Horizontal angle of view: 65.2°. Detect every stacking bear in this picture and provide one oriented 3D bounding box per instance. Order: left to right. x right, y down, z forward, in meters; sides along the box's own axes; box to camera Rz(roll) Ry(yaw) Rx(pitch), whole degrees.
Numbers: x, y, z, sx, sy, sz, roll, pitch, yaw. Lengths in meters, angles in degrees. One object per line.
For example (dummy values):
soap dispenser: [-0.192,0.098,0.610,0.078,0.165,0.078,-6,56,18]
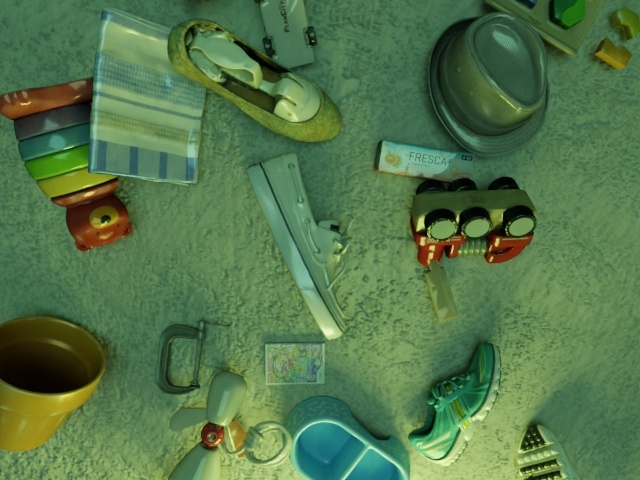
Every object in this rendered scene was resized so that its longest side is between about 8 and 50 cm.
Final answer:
stacking bear: [-0.439,-0.126,0.908,0.176,0.164,0.288,-28,110,-37]

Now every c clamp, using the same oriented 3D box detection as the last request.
c clamp: [-0.264,0.234,1.001,0.137,0.022,0.160,11,87,7]

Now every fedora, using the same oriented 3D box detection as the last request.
fedora: [0.332,-0.303,0.923,0.244,0.124,0.275,-20,88,-7]

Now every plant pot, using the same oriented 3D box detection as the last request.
plant pot: [-0.535,0.278,0.932,0.205,0.205,0.187,28,110,-5]

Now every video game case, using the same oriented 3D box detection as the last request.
video game case: [-0.052,0.254,1.032,0.122,0.011,0.087,0,95,-3]

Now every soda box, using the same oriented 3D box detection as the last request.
soda box: [0.200,-0.152,0.982,0.183,0.058,0.062,9,95,-4]

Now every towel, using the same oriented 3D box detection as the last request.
towel: [-0.300,-0.248,0.899,0.209,0.034,0.284,4,94,-44]

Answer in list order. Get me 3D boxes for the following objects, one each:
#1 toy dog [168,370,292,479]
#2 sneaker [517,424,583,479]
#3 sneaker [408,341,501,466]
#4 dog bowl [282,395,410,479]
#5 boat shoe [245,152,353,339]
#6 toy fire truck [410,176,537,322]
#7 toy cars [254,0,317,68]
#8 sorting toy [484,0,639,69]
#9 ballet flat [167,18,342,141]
toy dog: [-0.224,0.434,0.995,0.220,0.161,0.333,41,79,2]
sneaker: [0.502,0.523,1.022,0.119,0.110,0.291,-1,65,-36]
sneaker: [0.276,0.325,1.013,0.110,0.107,0.275,29,93,4]
dog bowl: [0.057,0.450,1.026,0.297,0.074,0.165,37,93,-5]
boat shoe: [-0.001,-0.001,0.961,0.157,0.136,0.366,-24,86,-3]
toy fire truck: [0.285,0.022,0.976,0.217,0.158,0.246,-3,134,-2]
toy cars: [-0.151,-0.477,0.901,0.394,0.087,0.176,33,108,-22]
sorting toy: [0.492,-0.474,0.957,0.308,0.041,0.228,29,85,-5]
ballet flat: [-0.103,-0.279,0.891,0.349,0.123,0.123,25,94,-18]
